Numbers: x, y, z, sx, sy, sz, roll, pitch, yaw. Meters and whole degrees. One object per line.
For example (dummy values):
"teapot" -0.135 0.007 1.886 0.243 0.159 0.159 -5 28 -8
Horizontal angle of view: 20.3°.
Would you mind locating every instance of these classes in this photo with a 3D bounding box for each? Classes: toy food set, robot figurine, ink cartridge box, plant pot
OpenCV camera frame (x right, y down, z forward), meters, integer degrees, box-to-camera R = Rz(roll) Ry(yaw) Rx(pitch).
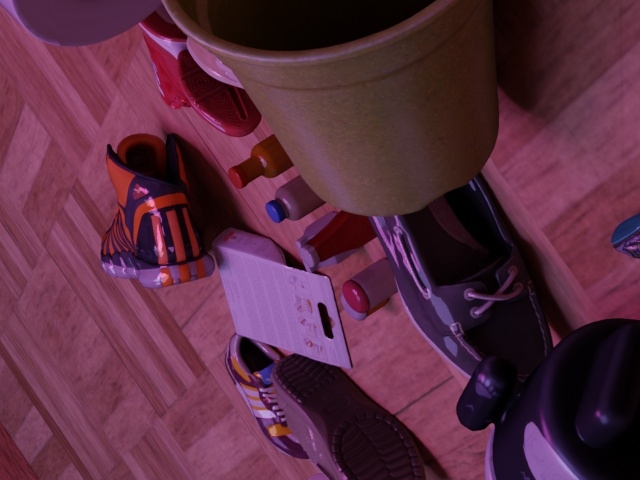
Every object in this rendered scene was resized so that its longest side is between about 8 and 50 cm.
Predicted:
"toy food set" 0.000 0.000 1.862 0.111 0.104 0.232 20 136 55
"robot figurine" 0.243 0.169 1.526 0.209 0.174 0.278 58 157 16
"ink cartridge box" -0.038 0.067 2.124 0.179 0.045 0.145 14 133 33
"plant pot" 0.036 -0.164 1.447 0.276 0.276 0.254 39 162 37

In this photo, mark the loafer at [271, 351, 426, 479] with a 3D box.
"loafer" 0.037 0.240 2.107 0.268 0.102 0.092 51 159 37

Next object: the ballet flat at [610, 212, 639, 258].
"ballet flat" 0.272 -0.013 1.418 0.041 0.041 0.114 55 156 6

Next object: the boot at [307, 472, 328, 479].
"boot" 0.049 0.384 2.286 0.190 0.069 0.086 45 159 24

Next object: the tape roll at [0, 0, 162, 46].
"tape roll" -0.249 -0.337 1.760 0.169 0.246 0.246 44 153 29

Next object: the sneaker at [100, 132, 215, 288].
"sneaker" -0.212 -0.047 2.229 0.321 0.125 0.180 -172 69 -69

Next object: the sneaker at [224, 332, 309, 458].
"sneaker" -0.060 0.196 2.262 0.185 0.070 0.084 50 161 14

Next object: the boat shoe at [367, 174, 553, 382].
"boat shoe" 0.113 -0.006 1.633 0.335 0.112 0.095 59 161 6

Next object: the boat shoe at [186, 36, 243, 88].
"boat shoe" -0.070 -0.188 1.830 0.170 0.063 0.059 34 145 25

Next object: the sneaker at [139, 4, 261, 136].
"sneaker" -0.122 -0.171 1.944 0.221 0.087 0.128 58 168 31
